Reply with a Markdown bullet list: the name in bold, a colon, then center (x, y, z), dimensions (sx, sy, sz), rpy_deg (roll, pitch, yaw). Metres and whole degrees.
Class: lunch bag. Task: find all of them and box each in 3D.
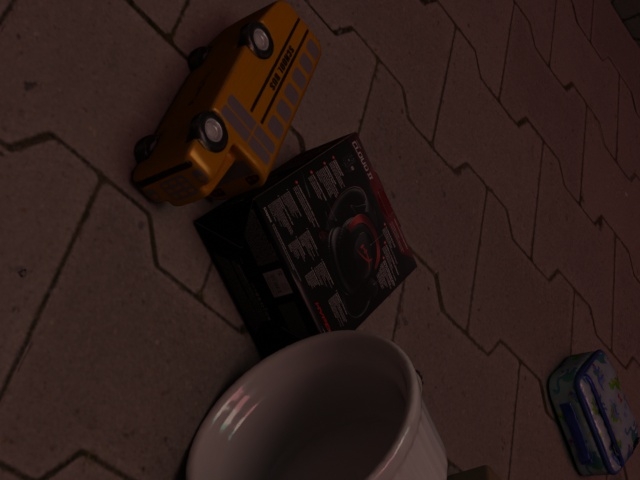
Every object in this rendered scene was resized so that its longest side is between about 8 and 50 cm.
- **lunch bag**: center (0.532, 0.338, 1.777), dimensions (0.176, 0.090, 0.218), rpy_deg (-25, 95, -50)

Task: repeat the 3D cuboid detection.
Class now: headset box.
- **headset box**: center (0.000, 0.000, 1.221), dimensions (0.293, 0.110, 0.218), rpy_deg (-40, 108, -50)

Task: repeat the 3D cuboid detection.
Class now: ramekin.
- **ramekin**: center (0.005, 0.243, 1.007), dimensions (0.135, 0.277, 0.277), rpy_deg (58, 39, -30)

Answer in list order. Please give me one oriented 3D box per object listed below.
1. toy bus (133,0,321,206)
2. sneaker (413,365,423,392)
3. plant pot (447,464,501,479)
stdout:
- **toy bus**: center (-0.109, -0.168, 1.155), dimensions (0.130, 0.108, 0.332), rpy_deg (49, 43, -30)
- **sneaker**: center (0.078, 0.231, 1.189), dimensions (0.108, 0.100, 0.271), rpy_deg (-60, 146, -32)
- **plant pot**: center (0.236, 0.404, 1.371), dimensions (0.109, 0.109, 0.096), rpy_deg (49, 30, -27)
